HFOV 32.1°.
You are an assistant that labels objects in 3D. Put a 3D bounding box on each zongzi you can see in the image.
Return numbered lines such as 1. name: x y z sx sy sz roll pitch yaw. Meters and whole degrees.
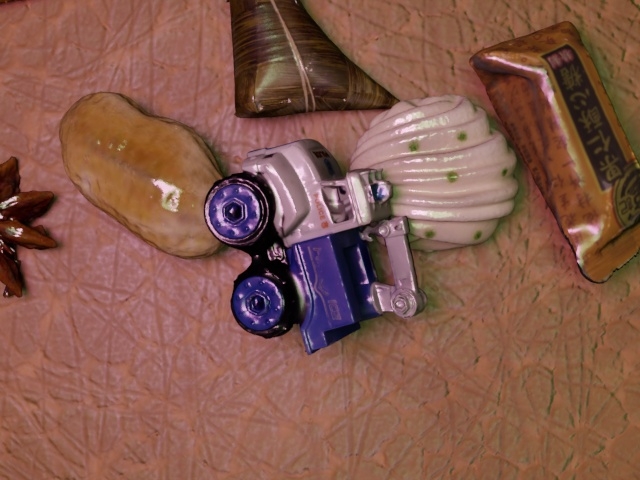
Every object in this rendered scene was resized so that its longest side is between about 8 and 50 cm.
1. zongzi: -0.008 -0.227 1.205 0.184 0.084 0.187 -4 84 -12

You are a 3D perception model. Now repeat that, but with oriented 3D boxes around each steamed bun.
1. steamed bun: 0.121 -0.072 1.176 0.182 0.106 0.183 0 89 1

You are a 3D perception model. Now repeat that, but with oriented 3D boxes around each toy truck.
1. toy truck: 0.000 0.000 1.126 0.177 0.161 0.213 -15 91 23

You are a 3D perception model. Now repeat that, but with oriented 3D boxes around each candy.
1. candy: 0.270 -0.098 1.168 0.143 0.101 0.271 -27 89 -26

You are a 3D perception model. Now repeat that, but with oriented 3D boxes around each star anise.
1. star anise: -0.366 -0.016 1.218 0.167 0.057 0.168 0 90 2

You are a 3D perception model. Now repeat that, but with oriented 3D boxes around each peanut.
1. peanut: -0.184 -0.073 1.180 0.224 0.129 0.129 34 90 3

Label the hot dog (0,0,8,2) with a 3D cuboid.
1. hot dog: -0.310 -0.307 1.213 0.285 0.088 0.061 -14 82 -1
